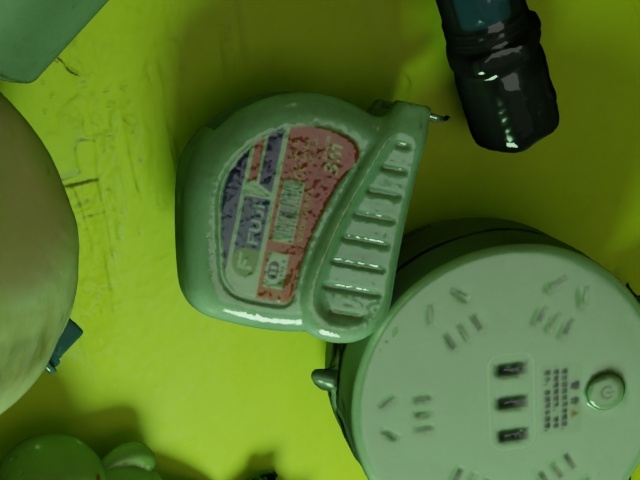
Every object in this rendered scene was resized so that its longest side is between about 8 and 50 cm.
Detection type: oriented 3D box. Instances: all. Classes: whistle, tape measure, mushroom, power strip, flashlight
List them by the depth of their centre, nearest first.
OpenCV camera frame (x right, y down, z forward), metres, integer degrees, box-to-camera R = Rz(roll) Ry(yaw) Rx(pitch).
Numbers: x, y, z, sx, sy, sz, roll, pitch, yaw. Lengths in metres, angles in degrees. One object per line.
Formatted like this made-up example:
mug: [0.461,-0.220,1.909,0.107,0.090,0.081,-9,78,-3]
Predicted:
mushroom: [-0.384,-0.006,1.044,0.353,0.353,0.325,-32,152,-4]
flashlight: [0.137,-0.278,1.256,0.103,0.103,0.424,-27,121,-8]
tape measure: [-0.021,-0.033,1.277,0.246,0.125,0.243,11,93,-13]
whistle: [-0.219,0.281,1.371,0.294,0.141,0.141,17,109,-30]
power strip: [0.170,0.150,1.397,0.358,0.161,0.357,-2,103,-10]

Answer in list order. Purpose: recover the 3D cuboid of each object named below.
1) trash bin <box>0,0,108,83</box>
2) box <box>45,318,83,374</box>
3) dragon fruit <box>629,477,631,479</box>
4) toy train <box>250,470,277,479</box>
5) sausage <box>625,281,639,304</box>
trash bin: [-0.176,-0.356,0.974,0.280,0.280,0.432,36,102,-33]
box: [-0.281,0.075,1.276,0.054,0.074,0.099,-45,125,-13]
dragon fruit: [0.296,0.324,1.598,0.189,0.163,0.262,-17,159,14]
toy train: [-0.058,0.320,1.510,0.081,0.050,0.122,-35,125,3]
sausage: [0.223,0.173,1.538,0.372,0.082,0.082,-31,124,-4]
